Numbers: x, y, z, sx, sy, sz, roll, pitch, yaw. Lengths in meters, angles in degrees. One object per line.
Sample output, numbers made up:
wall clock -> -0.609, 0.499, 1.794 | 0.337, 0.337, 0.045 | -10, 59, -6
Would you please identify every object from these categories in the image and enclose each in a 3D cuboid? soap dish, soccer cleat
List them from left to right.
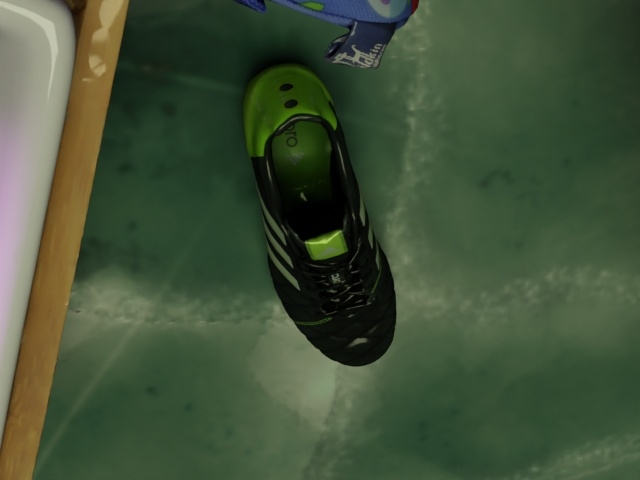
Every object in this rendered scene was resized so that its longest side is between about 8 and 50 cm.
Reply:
soap dish -> -0.215, -0.018, 0.543 | 0.229, 0.118, 0.290 | 13, 117, -8
soccer cleat -> 0.000, 0.000, 0.628 | 0.060, 0.072, 0.179 | -17, 121, 0

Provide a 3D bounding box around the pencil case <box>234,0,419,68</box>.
pencil case -> 0.014, -0.225, 0.468 | 0.119, 0.133, 0.306 | 24, 118, 15
